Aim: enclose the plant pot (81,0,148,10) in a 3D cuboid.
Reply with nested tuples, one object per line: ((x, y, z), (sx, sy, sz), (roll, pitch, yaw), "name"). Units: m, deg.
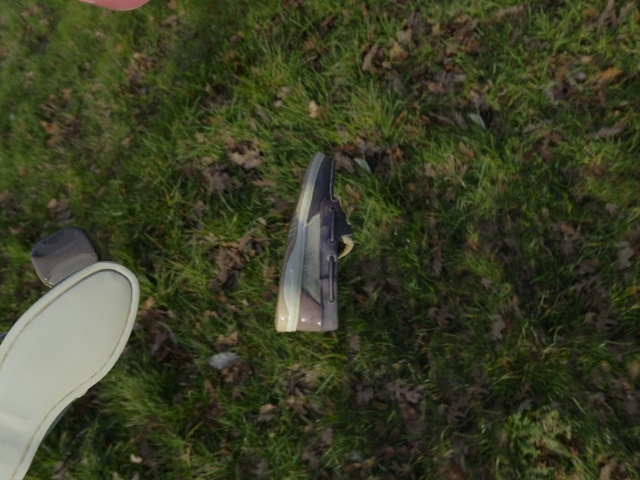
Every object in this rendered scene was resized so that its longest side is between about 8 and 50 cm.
((-0.267, -0.357, 0.573), (0.201, 0.180, 0.201), (5, 99, 33), "plant pot")

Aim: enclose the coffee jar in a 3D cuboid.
((-0.388, 0.031, 0.893), (0.096, 0.184, 0.079), (-31, 92, -16), "coffee jar")

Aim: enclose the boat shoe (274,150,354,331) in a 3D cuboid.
((0.000, 0.000, 0.786), (0.092, 0.103, 0.285), (13, 54, -5), "boat shoe")

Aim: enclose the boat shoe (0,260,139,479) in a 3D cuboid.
((-0.255, 0.127, 0.509), (0.079, 0.095, 0.255), (11, 72, 61), "boat shoe")
